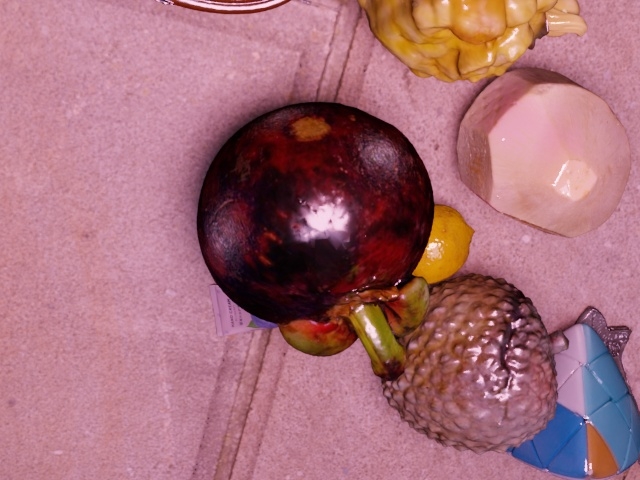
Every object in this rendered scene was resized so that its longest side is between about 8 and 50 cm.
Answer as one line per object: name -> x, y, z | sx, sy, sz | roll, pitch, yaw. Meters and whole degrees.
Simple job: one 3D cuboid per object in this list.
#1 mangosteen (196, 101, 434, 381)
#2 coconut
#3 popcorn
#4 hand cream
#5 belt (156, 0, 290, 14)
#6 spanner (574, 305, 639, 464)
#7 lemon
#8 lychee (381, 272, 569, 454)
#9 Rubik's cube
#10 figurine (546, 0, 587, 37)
mangosteen -> 0.000, 0.000, 1.174 | 0.305, 0.360, 0.306 | -8, 155, -4
coconut -> 0.302, -0.116, 1.245 | 0.236, 0.237, 0.197 | 30, 102, -18
popcorn -> 0.153, -0.312, 1.125 | 0.215, 0.286, 0.252 | -9, 94, -23
hand cream -> -0.087, 0.099, 1.362 | 0.142, 0.053, 0.084 | -5, 112, 4
belt -> -0.162, -0.397, 1.124 | 0.338, 0.122, 0.217 | 17, 108, -15
spanner -> 0.483, 0.239, 1.512 | 0.093, 0.026, 0.326 | -24, 113, 2
lemon -> 0.154, 0.006, 1.330 | 0.133, 0.109, 0.109 | -28, 112, 8
lychee -> 0.216, 0.176, 1.328 | 0.274, 0.255, 0.255 | -12, 112, 13
Rubik's cube -> 0.389, 0.249, 1.389 | 0.254, 0.254, 0.255 | -3, 111, -8
figurine -> 0.268, -0.321, 1.249 | 0.187, 0.083, 0.083 | 26, 105, -7
